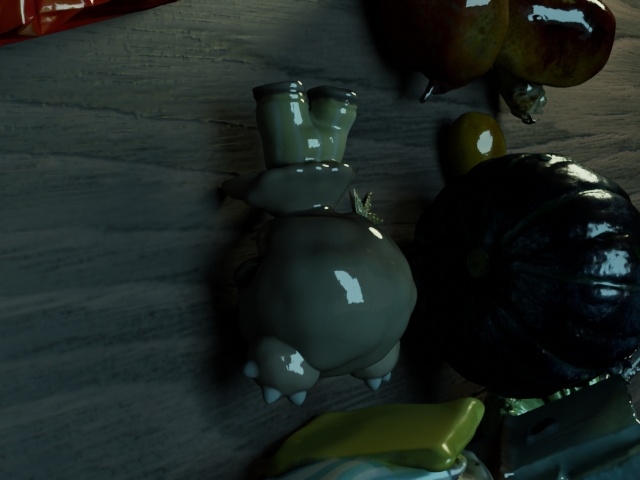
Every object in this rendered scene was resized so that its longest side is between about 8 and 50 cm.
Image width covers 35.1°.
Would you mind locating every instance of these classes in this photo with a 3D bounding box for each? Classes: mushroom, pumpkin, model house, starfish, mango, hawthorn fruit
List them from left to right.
[{"bbox_3d":[0.064,-0.033,1.460,0.086,0.016,0.092,46,51,-34],"label":"starfish"},{"bbox_3d":[0.184,-0.334,1.554,0.208,0.208,0.248,-5,106,-53],"label":"hawthorn fruit"},{"bbox_3d":[0.261,-0.133,1.680,0.111,0.089,0.163,-35,120,-38],"label":"mango"},{"bbox_3d":[0.340,-0.392,1.773,0.345,0.259,0.345,18,51,-24],"label":"mushroom"},{"bbox_3d":[0.307,0.052,1.476,0.266,0.363,0.363,11,74,-50],"label":"pumpkin"},{"bbox_3d":[0.302,0.356,1.361,0.295,0.329,0.251,-48,120,-74],"label":"model house"}]

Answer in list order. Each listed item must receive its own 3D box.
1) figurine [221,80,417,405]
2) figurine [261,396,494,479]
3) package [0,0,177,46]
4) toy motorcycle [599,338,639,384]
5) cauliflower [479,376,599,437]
[{"bbox_3d":[0.000,-0.001,1.214,0.248,0.203,0.380,0,81,-49],"label":"figurine"},{"bbox_3d":[0.071,0.409,1.178,0.361,0.266,0.377,-21,99,-47],"label":"figurine"},{"bbox_3d":[-0.253,-0.316,1.019,0.423,0.123,0.196,-35,108,-49],"label":"package"},{"bbox_3d":[0.508,0.191,1.885,0.327,0.188,0.143,-41,127,-32],"label":"toy motorcycle"},{"bbox_3d":[0.394,0.289,1.626,0.272,0.250,0.275,-47,124,-44],"label":"cauliflower"}]
